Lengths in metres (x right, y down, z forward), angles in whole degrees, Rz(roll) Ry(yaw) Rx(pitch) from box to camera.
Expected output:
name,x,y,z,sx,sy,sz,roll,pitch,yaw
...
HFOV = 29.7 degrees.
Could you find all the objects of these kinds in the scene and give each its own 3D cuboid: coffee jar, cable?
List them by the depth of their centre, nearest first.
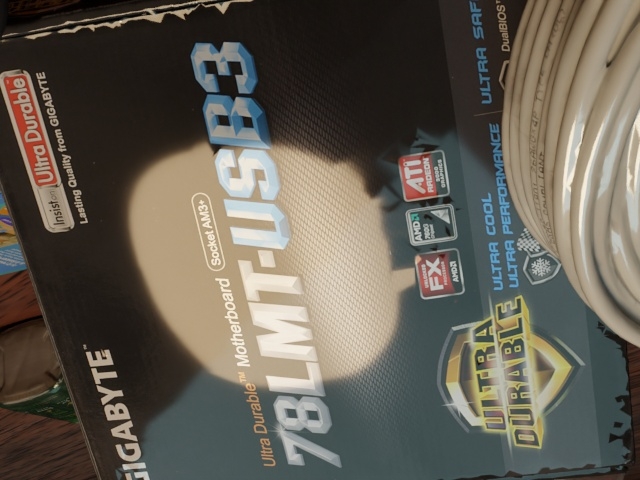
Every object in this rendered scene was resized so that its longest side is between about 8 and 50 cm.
name,x,y,z,sx,sy,sz,roll,pitch,yaw
cable,0.192,-0.075,0.500,0.257,0.089,0.257,-21,129,-17
coffee jar,-0.217,0.131,1.132,0.096,0.079,0.184,-17,155,23

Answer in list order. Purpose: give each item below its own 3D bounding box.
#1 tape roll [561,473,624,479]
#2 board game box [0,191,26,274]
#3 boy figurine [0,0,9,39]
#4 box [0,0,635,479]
name,x,y,z,sx,sy,sz,roll,pitch,yaw
tape roll,0.092,0.077,0.838,0.169,0.246,0.246,-17,156,29
board game box,-0.194,-0.024,0.757,0.210,0.047,0.160,-13,165,18
boy figurine,-0.159,-0.158,0.379,0.177,0.092,0.285,0,158,-12
box,0.000,0.000,0.618,0.293,0.073,0.296,-8,116,6
